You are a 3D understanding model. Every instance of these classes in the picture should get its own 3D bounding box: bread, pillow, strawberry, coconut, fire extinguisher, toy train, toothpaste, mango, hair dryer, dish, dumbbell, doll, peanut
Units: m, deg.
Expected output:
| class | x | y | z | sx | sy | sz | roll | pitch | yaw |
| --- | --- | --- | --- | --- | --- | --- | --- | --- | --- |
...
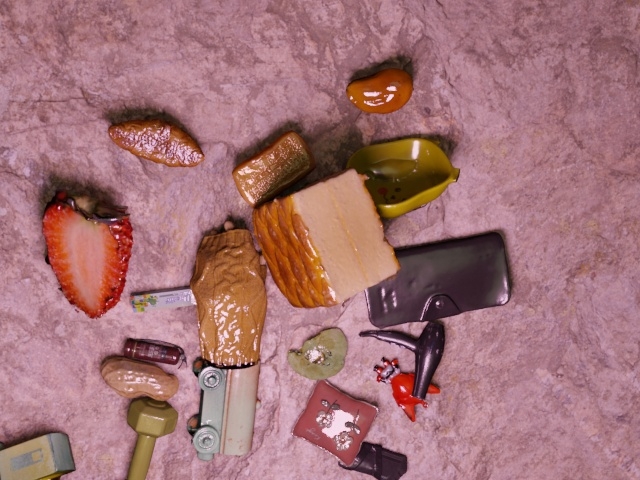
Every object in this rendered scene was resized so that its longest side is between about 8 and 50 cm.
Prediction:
| class | x | y | z | sx | sy | sz | roll | pitch | yaw |
| --- | --- | --- | --- | --- | --- | --- | --- | --- | --- |
| bread | 0.000 | 0.000 | 1.730 | 0.207 | 0.279 | 0.279 | -28 | 100 | -25 |
| pillow | 0.036 | 0.459 | 1.900 | 0.179 | 0.075 | 0.172 | 27 | 90 | 8 |
| bread | -0.113 | -0.171 | 1.823 | 0.200 | 0.077 | 0.116 | -35 | 97 | -2 |
| strawberry | -0.546 | 0.025 | 1.801 | 0.233 | 0.138 | 0.307 | 20 | 121 | 12 |
| coconut | 0.004 | 0.293 | 1.899 | 0.158 | 0.055 | 0.133 | -43 | 97 | 2 |
| fire extinguisher | -0.404 | 0.279 | 1.869 | 0.158 | 0.043 | 0.064 | 12 | 53 | -7 |
| toy train | -0.691 | 0.652 | 1.786 | 0.253 | 0.160 | 0.397 | -19 | 72 | -1 |
| toothpaste | -0.384 | 0.142 | 1.858 | 0.164 | 0.034 | 0.046 | -7 | 101 | -4 |
| mango | 0.146 | -0.359 | 1.823 | 0.159 | 0.084 | 0.105 | -5 | 114 | 16 |
| toy train | -0.233 | 0.406 | 1.873 | 0.177 | 0.116 | 0.286 | 4 | 95 | -18 |
| hair dryer | 0.197 | 0.281 | 1.906 | 0.219 | 0.075 | 0.196 | 16 | 75 | 7 |
| dish | 0.193 | -0.136 | 1.822 | 0.262 | 0.221 | 0.108 | -18 | 138 | -11 |
| dumbbell | -0.443 | 0.541 | 1.863 | 0.108 | 0.121 | 0.302 | 18 | 95 | 21 |
| doll | 0.211 | 0.370 | 1.924 | 0.169 | 0.057 | 0.109 | 42 | 89 | -5 |
| peanut | -0.444 | 0.342 | 1.848 | 0.194 | 0.093 | 0.083 | 18 | 133 | -5 |
| bread | -0.386 | -0.239 | 1.792 | 0.232 | 0.076 | 0.105 | 15 | 107 | -13 |

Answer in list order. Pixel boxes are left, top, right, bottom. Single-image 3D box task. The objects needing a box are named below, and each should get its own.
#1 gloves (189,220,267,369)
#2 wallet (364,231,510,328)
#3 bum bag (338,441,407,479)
| class | x | y | z | sx | sy | sz | roll | pitch | yaw |
| --- | --- | --- | --- | --- | --- | --- | --- | --- | --- |
| gloves | -0.207 | 0.127 | 1.790 | 0.203 | 0.155 | 0.357 | 1 | 75 | -27 |
| wallet | 0.286 | 0.103 | 1.904 | 0.377 | 0.051 | 0.197 | -9 | 97 | -2 |
| bum bag | 0.130 | 0.568 | 1.948 | 0.197 | 0.049 | 0.087 | 21 | 70 | -7 |
